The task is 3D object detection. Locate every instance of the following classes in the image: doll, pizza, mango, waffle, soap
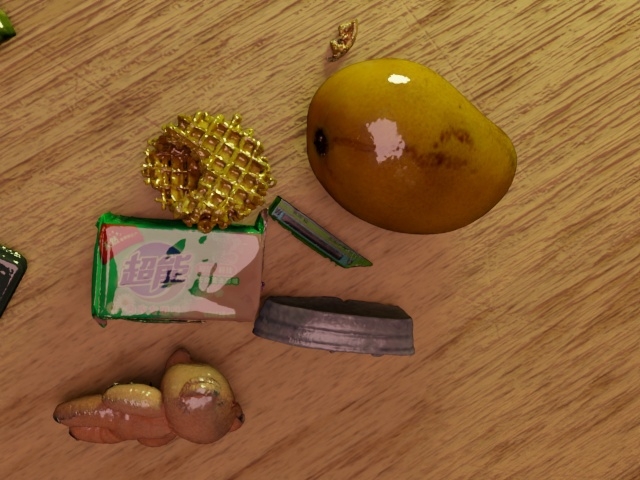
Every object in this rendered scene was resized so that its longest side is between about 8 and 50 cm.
[{"bbox_3d":[-0.288,0.264,1.185,0.304,0.156,0.201,-4,146,6],"label":"doll"},{"bbox_3d":[0.038,-0.334,1.168,0.037,0.016,0.083,32,95,-11],"label":"pizza"},{"bbox_3d":[0.152,-0.141,1.136,0.378,0.221,0.263,15,96,-24],"label":"mango"},{"bbox_3d":[-0.176,-0.111,1.103,0.197,0.070,0.193,-33,86,-23],"label":"waffle"},{"bbox_3d":[-0.230,0.042,1.151,0.274,0.098,0.217,4,95,-16],"label":"soap"}]

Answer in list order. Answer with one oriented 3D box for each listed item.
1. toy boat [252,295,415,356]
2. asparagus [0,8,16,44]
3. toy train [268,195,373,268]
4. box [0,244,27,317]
[{"bbox_3d":[0.025,0.149,1.217,0.283,0.127,0.078,7,100,-12],"label":"toy boat"},{"bbox_3d":[-0.543,-0.399,1.000,0.067,0.060,0.277,-25,108,14],"label":"asparagus"},{"bbox_3d":[0.000,0.000,1.220,0.209,0.044,0.042,36,92,-17],"label":"toy train"},{"bbox_3d":[-0.597,0.047,1.091,0.230,0.050,0.160,29,94,-18],"label":"box"}]
